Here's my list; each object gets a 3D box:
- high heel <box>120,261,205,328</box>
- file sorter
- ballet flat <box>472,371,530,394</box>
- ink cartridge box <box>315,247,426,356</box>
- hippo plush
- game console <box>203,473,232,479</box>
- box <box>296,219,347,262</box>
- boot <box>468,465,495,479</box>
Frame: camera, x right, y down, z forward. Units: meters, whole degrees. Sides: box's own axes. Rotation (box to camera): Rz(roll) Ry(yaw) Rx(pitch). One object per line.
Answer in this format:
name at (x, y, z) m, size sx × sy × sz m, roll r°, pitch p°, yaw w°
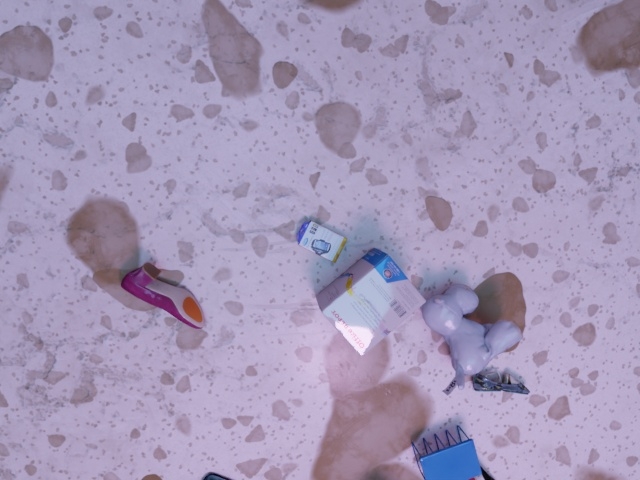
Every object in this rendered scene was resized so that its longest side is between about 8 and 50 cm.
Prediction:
high heel at (-0.435, 0.173, 1.115) m, size 0.117 × 0.082 × 0.244 m, roll -32°, pitch 114°, yaw 26°
file sorter at (0.383, 0.668, 1.244) m, size 0.171 × 0.104 × 0.118 m, roll -17°, pitch 98°, yaw -5°
ballet flat at (0.572, 0.447, 1.267) m, size 0.189 × 0.070 × 0.070 m, roll 7°, pitch 95°, yaw -11°
ink cartridge box at (0.130, 0.164, 1.124) m, size 0.233 × 0.168 × 0.171 m, roll -39°, pitch 99°, yaw -1°
hippo plush at (0.396, 0.266, 1.180) m, size 0.294 × 0.234 × 0.236 m, roll -31°, pitch 68°, yaw -18°
game console at (-0.261, 0.876, 1.159) m, size 0.293 × 0.250 × 0.173 m, roll 26°, pitch 119°, yaw -8°
box at (0.000, 0.000, 1.162) m, size 0.136 × 0.028 × 0.081 m, roll 27°, pitch 93°, yaw -7°
boot at (0.490, 0.833, 1.298) m, size 0.176 × 0.088 × 0.244 m, roll -35°, pitch 111°, yaw 15°
